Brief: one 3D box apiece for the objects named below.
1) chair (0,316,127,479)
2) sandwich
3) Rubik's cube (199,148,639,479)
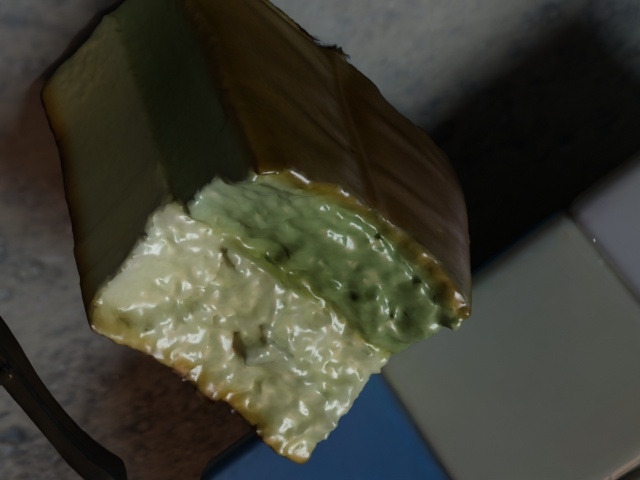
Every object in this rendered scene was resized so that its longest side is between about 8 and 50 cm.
[{"bbox_3d":[-0.258,0.049,0.435,0.160,0.319,0.186,-40,-179,17],"label":"chair"},{"bbox_3d":[0.000,0.000,0.469,0.108,0.186,0.220,-42,137,19],"label":"sandwich"},{"bbox_3d":[0.208,0.174,0.564,0.347,0.344,0.346,-38,159,11],"label":"Rubik's cube"}]
